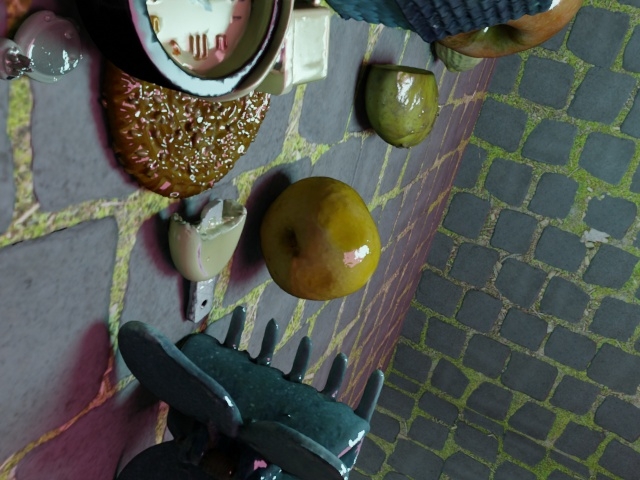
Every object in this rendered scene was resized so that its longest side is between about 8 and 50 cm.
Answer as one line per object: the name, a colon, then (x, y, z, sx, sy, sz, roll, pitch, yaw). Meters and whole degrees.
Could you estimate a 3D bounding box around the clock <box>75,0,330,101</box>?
clock: (-0.074, -0.304, 0.430, 0.276, 0.120, 0.379, -26, 133, -47)

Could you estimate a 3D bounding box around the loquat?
loquat: (0.000, 0.000, 0.919, 0.208, 0.208, 0.208, -55, 159, -34)

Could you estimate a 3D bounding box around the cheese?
cheese: (-0.159, 0.033, 0.747, 0.127, 0.050, 0.235, -45, 159, -46)

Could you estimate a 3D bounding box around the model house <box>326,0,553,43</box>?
model house: (0.175, -0.424, 0.692, 0.297, 0.339, 0.360, -68, 162, 9)

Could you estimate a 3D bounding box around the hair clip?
hair clip: (-0.094, 0.257, 0.785, 0.238, 0.318, 0.392, -47, 154, -57)

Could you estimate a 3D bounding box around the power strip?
power strip: (-0.208, -0.142, 0.416, 0.083, 0.035, 0.055, -49, 155, -50)

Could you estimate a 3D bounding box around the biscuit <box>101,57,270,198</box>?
biscuit: (-0.119, -0.186, 0.610, 0.305, 0.038, 0.305, -55, 159, -34)

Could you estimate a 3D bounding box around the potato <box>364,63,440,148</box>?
potato: (0.177, -0.294, 1.172, 0.298, 0.141, 0.176, 22, 81, -73)

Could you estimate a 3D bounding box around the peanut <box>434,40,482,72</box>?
peanut: (0.366, -0.535, 1.417, 0.152, 0.152, 0.313, -66, 162, -5)

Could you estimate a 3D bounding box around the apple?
apple: (0.355, -0.544, 1.091, 0.338, 0.338, 0.305, 4, 88, -71)
